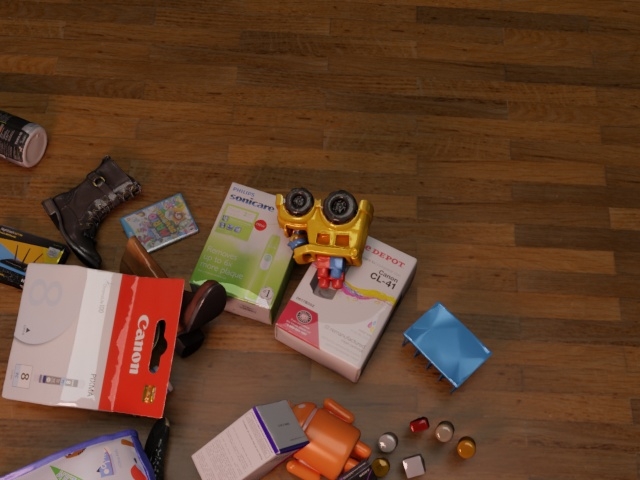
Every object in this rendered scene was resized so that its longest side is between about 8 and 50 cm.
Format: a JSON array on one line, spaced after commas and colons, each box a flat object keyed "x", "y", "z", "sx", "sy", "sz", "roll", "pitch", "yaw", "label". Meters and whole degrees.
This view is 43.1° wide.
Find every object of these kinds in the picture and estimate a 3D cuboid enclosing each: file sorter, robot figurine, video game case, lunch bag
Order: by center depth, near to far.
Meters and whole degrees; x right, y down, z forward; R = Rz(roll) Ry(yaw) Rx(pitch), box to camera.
[{"x": -0.494, "y": 0.603, "z": 1.629, "sx": 0.385, "sy": 0.239, "sz": 0.328, "roll": -25, "pitch": 67, "yaw": -5, "label": "lunch bag"}, {"x": 0.001, "y": 0.439, "z": 1.773, "sx": 0.219, "sy": 0.128, "sz": 0.158, "roll": 28, "pitch": 98, "yaw": 11, "label": "robot figurine"}, {"x": 0.286, "y": 0.253, "z": 1.878, "sx": 0.118, "sy": 0.104, "sz": 0.170, "roll": -40, "pitch": 73, "yaw": -18, "label": "file sorter"}, {"x": -0.405, "y": -0.038, "z": 2.038, "sx": 0.166, "sy": 0.015, "sz": 0.119, "roll": -24, "pitch": 69, "yaw": -12, "label": "video game case"}]

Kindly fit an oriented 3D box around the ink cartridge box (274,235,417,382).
[{"x": 0.061, "y": 0.142, "z": 1.909, "sx": 0.226, "sy": 0.131, "sz": 0.306, "roll": 26, "pitch": 69, "yaw": 10, "label": "ink cartridge box"}]

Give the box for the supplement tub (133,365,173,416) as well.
[{"x": -0.395, "y": 0.341, "z": 1.837, "sx": 0.107, "sy": 0.071, "sz": 0.071, "roll": -34, "pitch": 71, "yaw": -15, "label": "supplement tub"}]

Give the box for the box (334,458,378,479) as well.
[{"x": 0.081, "y": 0.556, "z": 1.719, "sx": 0.116, "sy": 0.162, "sz": 0.029, "roll": -32, "pitch": 26, "yaw": -14, "label": "box"}]

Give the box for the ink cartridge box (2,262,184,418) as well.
[{"x": -0.501, "y": 0.215, "z": 1.776, "sx": 0.384, "sy": 0.091, "sz": 0.308, "roll": 2, "pitch": 76, "yaw": 25, "label": "ink cartridge box"}]

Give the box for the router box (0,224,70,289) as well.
[{"x": -0.721, "y": 0.050, "z": 1.972, "sx": 0.178, "sy": 0.046, "sz": 0.133, "roll": 17, "pitch": 66, "yaw": 6, "label": "router box"}]

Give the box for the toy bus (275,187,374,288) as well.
[{"x": 0.000, "y": 0.000, "z": 1.840, "sx": 0.220, "sy": 0.149, "sz": 0.212, "roll": 6, "pitch": 79, "yaw": 10, "label": "toy bus"}]

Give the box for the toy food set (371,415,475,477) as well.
[{"x": 0.224, "y": 0.455, "z": 1.809, "sx": 0.232, "sy": 0.104, "sz": 0.111, "roll": -19, "pitch": 80, "yaw": 9, "label": "toy food set"}]

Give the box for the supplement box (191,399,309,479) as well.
[{"x": -0.150, "y": 0.444, "z": 1.715, "sx": 0.220, "sy": 0.111, "sz": 0.114, "roll": -42, "pitch": 67, "yaw": 25, "label": "supplement box"}]

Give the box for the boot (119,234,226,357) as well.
[{"x": -0.345, "y": 0.093, "z": 1.860, "sx": 0.096, "sy": 0.264, "sz": 0.280, "roll": -27, "pitch": 69, "yaw": -34, "label": "boot"}]

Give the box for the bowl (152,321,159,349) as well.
[{"x": -0.452, "y": 0.222, "z": 1.883, "sx": 0.170, "sy": 0.080, "sz": 0.170, "roll": 0, "pitch": 66, "yaw": 0, "label": "bowl"}]

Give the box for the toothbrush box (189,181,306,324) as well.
[{"x": -0.165, "y": 0.031, "z": 1.957, "sx": 0.206, "sy": 0.122, "sz": 0.283, "roll": 19, "pitch": 65, "yaw": 6, "label": "toothbrush box"}]

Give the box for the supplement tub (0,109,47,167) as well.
[{"x": -0.811, "y": -0.270, "z": 2.076, "sx": 0.190, "sy": 0.117, "sz": 0.117, "roll": 22, "pitch": 67, "yaw": 8, "label": "supplement tub"}]

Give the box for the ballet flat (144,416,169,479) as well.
[{"x": -0.361, "y": 0.479, "z": 1.797, "sx": 0.057, "sy": 0.049, "sz": 0.173, "roll": -17, "pitch": 56, "yaw": 41, "label": "ballet flat"}]

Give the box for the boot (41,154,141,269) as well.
[{"x": -0.543, "y": -0.077, "z": 2.011, "sx": 0.229, "sy": 0.091, "sz": 0.263, "roll": -34, "pitch": 69, "yaw": -15, "label": "boot"}]
